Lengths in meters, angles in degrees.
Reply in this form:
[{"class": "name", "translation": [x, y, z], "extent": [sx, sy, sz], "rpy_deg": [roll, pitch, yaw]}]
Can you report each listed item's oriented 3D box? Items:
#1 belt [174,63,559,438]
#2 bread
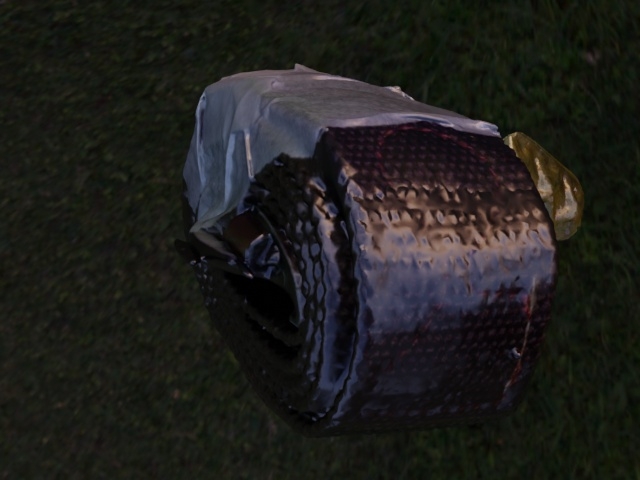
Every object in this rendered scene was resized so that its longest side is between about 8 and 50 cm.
[{"class": "belt", "translation": [0.000, 0.000, 0.734], "extent": [0.164, 0.289, 0.184], "rpy_deg": [-4, 109, -22]}, {"class": "bread", "translation": [0.146, -0.038, 0.898], "extent": [0.110, 0.066, 0.060], "rpy_deg": [27, 111, -40]}]
